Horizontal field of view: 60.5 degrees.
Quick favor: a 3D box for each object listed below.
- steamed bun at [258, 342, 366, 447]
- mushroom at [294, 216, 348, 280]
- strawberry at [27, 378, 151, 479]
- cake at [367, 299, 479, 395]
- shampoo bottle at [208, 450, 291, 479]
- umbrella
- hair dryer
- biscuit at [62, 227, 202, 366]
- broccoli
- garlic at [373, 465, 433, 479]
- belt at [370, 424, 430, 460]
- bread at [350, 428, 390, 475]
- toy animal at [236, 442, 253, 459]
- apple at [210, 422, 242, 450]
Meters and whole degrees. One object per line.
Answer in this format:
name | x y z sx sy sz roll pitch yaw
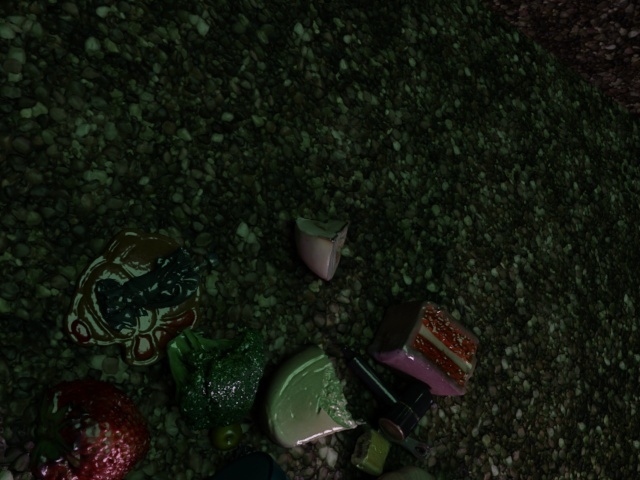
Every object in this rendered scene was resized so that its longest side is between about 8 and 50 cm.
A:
steamed bun | -0.057 0.440 1.578 0.273 0.290 0.273 -11 70 -24
mushroom | -0.016 0.022 1.789 0.161 0.174 0.236 19 20 12
strawberry | -0.535 0.466 1.315 0.288 0.250 0.239 27 29 -46
cake | 0.354 0.366 1.862 0.308 0.230 0.237 39 64 -19
shampoo bottle | -0.151 0.786 1.395 0.331 0.331 0.343 -43 102 -31
umbrella | -0.417 0.110 1.459 0.348 0.094 0.143 -26 96 -35
hair dryer | 0.200 0.461 1.801 0.352 0.107 0.189 48 56 6
biscuit | -0.503 0.160 1.490 0.381 0.074 0.359 -36 96 -35
broccoli | -0.277 0.350 1.456 0.307 0.308 0.275 -35 77 -32
garlic | 0.243 0.854 1.675 0.321 0.241 0.322 -6 115 -12
belt | 0.273 0.666 1.843 0.232 0.053 0.071 34 75 -19
bread | 0.158 0.682 1.756 0.106 0.082 0.125 47 49 -25
toy animal | -0.225 0.602 1.571 0.028 0.050 0.084 -60 154 5
apple | -0.263 0.545 1.536 0.089 0.074 0.090 -3 98 -20
